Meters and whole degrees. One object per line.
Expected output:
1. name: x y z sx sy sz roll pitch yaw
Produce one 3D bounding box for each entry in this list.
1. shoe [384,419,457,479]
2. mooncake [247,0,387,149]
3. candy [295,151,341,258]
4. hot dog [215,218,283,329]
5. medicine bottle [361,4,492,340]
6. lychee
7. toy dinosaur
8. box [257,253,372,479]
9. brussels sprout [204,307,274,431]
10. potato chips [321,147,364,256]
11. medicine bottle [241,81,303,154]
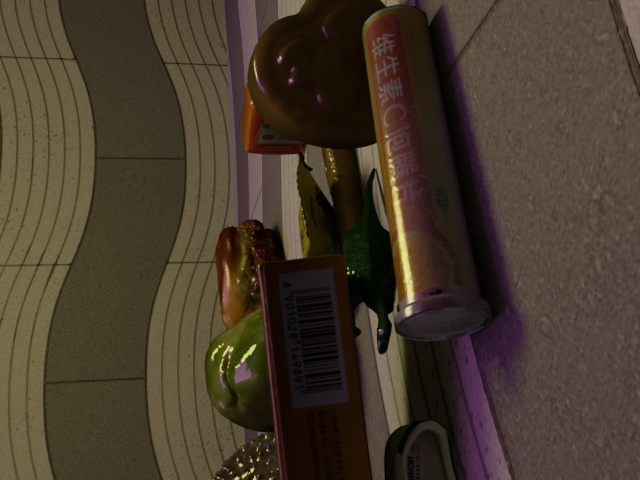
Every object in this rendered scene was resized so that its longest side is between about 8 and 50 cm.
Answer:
1. shoe: 0.127 0.346 0.930 0.110 0.095 0.265 111 158 -58
2. mooncake: 0.024 -0.237 1.098 0.117 0.234 0.235 153 116 -73
3. candy: 0.000 0.000 1.377 0.297 0.081 0.187 66 -167 -48
4. hot dog: -0.206 0.075 2.202 0.405 0.185 0.223 -109 21 -55
5. medicine bottle: 0.115 -0.095 0.932 0.108 0.108 0.426 112 155 -60
6. lychee: -0.070 0.479 1.398 0.300 0.299 0.300 179 90 -78
7. toy dinosaur: 0.067 0.008 1.062 0.301 0.087 0.447 83 -174 -57
8. box: -0.005 0.244 1.013 0.264 0.115 0.416 111 152 -79
9. brussels sprout: -0.093 0.240 1.500 0.274 0.242 0.316 -54 0 15
10. potato chips: 0.042 -0.112 1.367 0.080 0.057 0.407 114 152 -54
11. medicine bottle: -0.106 -0.321 1.813 0.112 0.149 0.222 -105 20 -47
